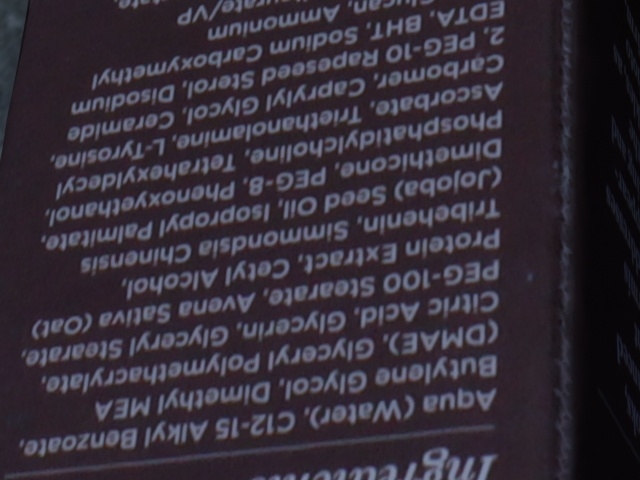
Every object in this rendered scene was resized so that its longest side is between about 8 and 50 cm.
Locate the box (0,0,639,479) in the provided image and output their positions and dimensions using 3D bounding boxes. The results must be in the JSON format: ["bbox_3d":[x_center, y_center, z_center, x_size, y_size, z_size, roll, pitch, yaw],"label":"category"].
[{"bbox_3d":[0.025,-0.004,0.478,0.143,0.191,0.381,-9,57,20],"label":"box"}]
